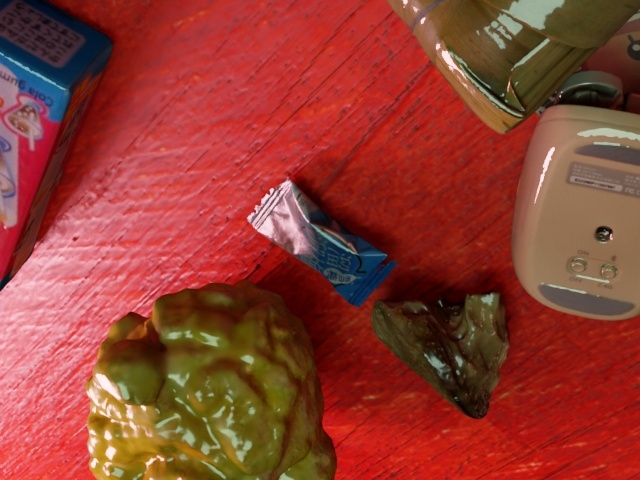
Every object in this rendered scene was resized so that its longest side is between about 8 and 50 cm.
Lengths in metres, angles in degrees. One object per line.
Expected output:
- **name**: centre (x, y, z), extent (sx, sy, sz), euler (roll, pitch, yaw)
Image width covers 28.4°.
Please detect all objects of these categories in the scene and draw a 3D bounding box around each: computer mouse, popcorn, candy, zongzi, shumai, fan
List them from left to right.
- **candy**: centre (-0.317, -0.093, 1.173), extent (0.157, 0.100, 0.306), euler (30, 132, -3)
- **popcorn**: centre (-0.104, 0.159, 1.198), extent (0.242, 0.235, 0.250), euler (2, 150, -8)
- **candy**: centre (0.000, 0.000, 1.158), extent (0.136, 0.038, 0.088), euler (38, 144, 0)
- **shumai**: centre (0.119, 0.098, 1.163), extent (0.123, 0.105, 0.139), euler (29, 141, 63)
- **zongzi**: centre (0.129, -0.237, 0.900), extent (0.228, 0.115, 0.256), euler (-44, 77, 26)
- **computer mouse**: centre (0.229, -0.032, 1.001), extent (0.145, 0.082, 0.236), euler (11, 137, 10)
- **fan**: centre (0.265, -0.121, 0.972), extent (0.220, 0.009, 0.132), euler (2, 127, 21)
